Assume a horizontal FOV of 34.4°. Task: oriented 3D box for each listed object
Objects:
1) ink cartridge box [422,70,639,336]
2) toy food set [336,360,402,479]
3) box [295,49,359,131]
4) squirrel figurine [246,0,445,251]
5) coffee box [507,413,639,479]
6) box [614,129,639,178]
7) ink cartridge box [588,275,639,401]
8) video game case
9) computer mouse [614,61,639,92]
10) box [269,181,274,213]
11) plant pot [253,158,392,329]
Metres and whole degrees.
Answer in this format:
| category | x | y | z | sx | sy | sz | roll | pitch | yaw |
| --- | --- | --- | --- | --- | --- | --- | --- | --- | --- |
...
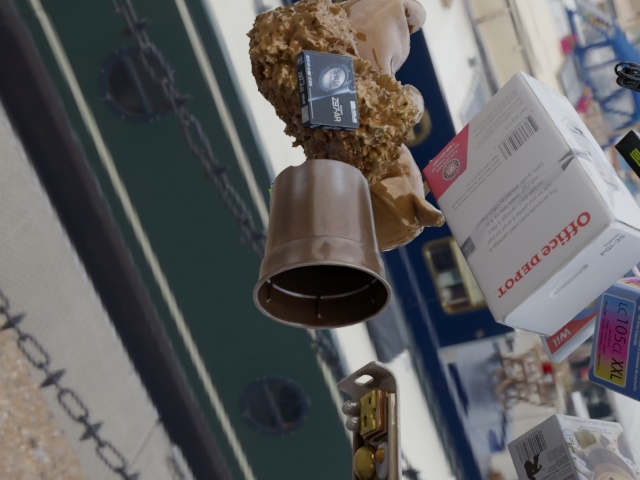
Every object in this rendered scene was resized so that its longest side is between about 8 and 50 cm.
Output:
| category | x | y | z | sx | sy | sz | roll | pitch | yaw |
| --- | --- | --- | --- | --- | --- | --- | --- | --- | --- |
| ink cartridge box | 0.280 | -0.046 | 1.359 | 0.117 | 0.207 | 0.283 | 18 | 37 | -39 |
| toy food set | 0.077 | 0.414 | 2.082 | 0.220 | 0.092 | 0.306 | 133 | -39 | -60 |
| box | 0.008 | -0.163 | 1.135 | 0.067 | 0.018 | 0.083 | 2 | 78 | -34 |
| squirrel figurine | 0.040 | -0.161 | 1.540 | 0.397 | 0.280 | 0.371 | -9 | 85 | -75 |
| coffee box | 0.424 | 0.431 | 1.591 | 0.168 | 0.119 | 0.297 | 13 | 47 | -35 |
| box | 0.540 | -0.067 | 1.525 | 0.190 | 0.045 | 0.184 | 17 | 38 | -42 |
| ink cartridge box | 0.574 | 0.151 | 1.276 | 0.269 | 0.395 | 0.151 | -4 | 104 | -30 |
| video game case | 0.425 | 0.045 | 1.770 | 0.025 | 0.204 | 0.285 | 27 | 30 | -28 |
| computer mouse | 0.558 | -0.260 | 1.440 | 0.184 | 0.262 | 0.060 | 21 | 49 | -21 |
| box | -0.041 | -0.070 | 1.948 | 0.178 | 0.109 | 0.042 | 98 | -26 | -69 |
| plant pot | 0.000 | 0.000 | 1.281 | 0.167 | 0.166 | 0.165 | 50 | 32 | -52 |
